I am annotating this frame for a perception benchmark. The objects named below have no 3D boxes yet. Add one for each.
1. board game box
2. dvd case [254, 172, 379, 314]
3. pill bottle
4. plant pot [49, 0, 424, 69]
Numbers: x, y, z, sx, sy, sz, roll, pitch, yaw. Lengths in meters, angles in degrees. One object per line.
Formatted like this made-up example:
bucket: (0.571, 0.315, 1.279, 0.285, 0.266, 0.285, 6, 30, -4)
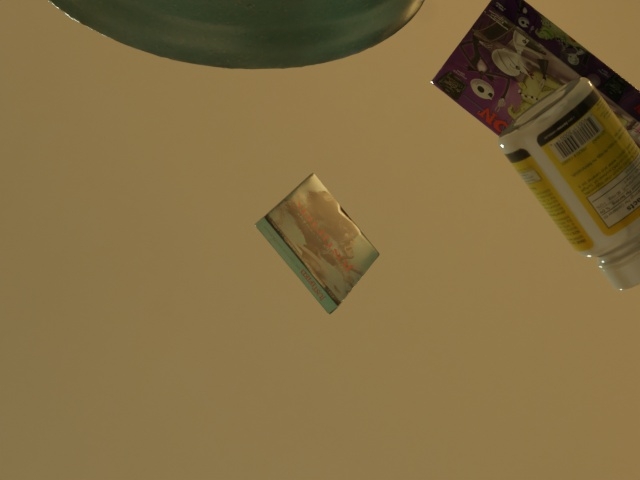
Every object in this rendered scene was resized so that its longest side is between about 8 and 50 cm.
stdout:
board game box: (0.325, -0.162, 1.806, 0.347, 0.208, 0.056, 38, -115, 1)
dvd case: (0.000, 0.000, 1.049, 0.087, 0.013, 0.119, 51, -154, -3)
pill bottle: (0.293, -0.058, 1.462, 0.119, 0.119, 0.208, -42, -81, -34)
plant pot: (-0.051, -0.276, 0.884, 0.293, 0.293, 0.196, -36, -28, -37)
